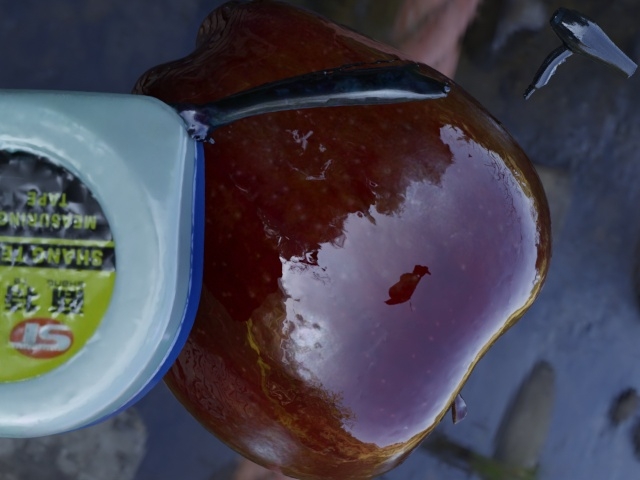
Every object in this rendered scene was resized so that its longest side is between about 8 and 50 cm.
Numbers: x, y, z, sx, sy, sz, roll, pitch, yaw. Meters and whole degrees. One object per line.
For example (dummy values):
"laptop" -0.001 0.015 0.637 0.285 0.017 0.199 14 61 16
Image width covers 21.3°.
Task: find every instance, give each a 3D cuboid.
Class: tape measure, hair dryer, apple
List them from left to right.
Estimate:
"tape measure" -0.103 0.004 0.958 0.098 0.351 0.215 16 75 -80
"apple" 0.000 0.000 1.152 0.288 0.317 0.288 -44 180 0
"hair dryer" 0.200 -0.138 1.362 0.083 0.079 0.031 -48 -168 26
